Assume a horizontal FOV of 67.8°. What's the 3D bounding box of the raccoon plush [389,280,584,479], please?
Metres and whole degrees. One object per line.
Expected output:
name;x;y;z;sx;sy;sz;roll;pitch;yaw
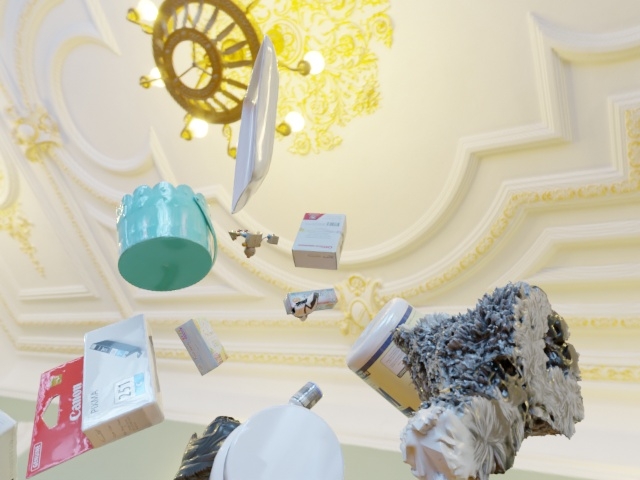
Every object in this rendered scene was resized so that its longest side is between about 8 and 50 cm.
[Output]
raccoon plush;0.160;0.189;0.692;0.299;0.446;0.216;-23;-111;43

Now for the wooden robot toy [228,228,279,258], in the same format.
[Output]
wooden robot toy;-0.205;0.012;1.404;0.076;0.173;0.079;18;-81;41

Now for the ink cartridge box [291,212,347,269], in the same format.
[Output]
ink cartridge box;0.000;0.000;1.376;0.127;0.175;0.072;4;-49;12

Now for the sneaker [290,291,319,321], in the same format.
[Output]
sneaker;-0.039;0.162;1.176;0.044;0.040;0.109;26;-50;-12

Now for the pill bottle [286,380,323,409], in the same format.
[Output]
pill bottle;-0.062;0.566;1.673;0.078;0.137;0.078;28;-45;32

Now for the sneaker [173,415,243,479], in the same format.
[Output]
sneaker;-0.178;0.410;0.966;0.286;0.130;0.109;-24;-52;19

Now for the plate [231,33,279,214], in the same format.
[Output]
plate;-0.129;-0.210;0.949;0.045;0.278;0.277;8;-13;-17

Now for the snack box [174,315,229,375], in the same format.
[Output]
snack box;-0.387;0.342;1.576;0.070;0.207;0.174;-31;-96;-6

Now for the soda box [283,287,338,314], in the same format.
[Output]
soda box;-0.034;0.213;1.676;0.063;0.183;0.058;-58;-138;49

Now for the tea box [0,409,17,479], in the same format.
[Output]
tea box;-0.950;0.596;1.148;0.220;0.323;0.329;25;-62;16

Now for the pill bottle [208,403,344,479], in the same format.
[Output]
pill bottle;-0.069;0.330;0.636;0.160;0.160;0.283;32;-39;8

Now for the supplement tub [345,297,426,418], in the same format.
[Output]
supplement tub;0.255;0.332;1.240;0.325;0.235;0.235;39;-52;6

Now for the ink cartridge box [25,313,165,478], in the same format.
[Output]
ink cartridge box;-0.478;0.304;0.999;0.296;0.261;0.066;-131;-155;-54

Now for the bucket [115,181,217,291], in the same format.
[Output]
bucket;-0.422;0.000;1.301;0.281;0.183;0.281;-10;-37;-8
